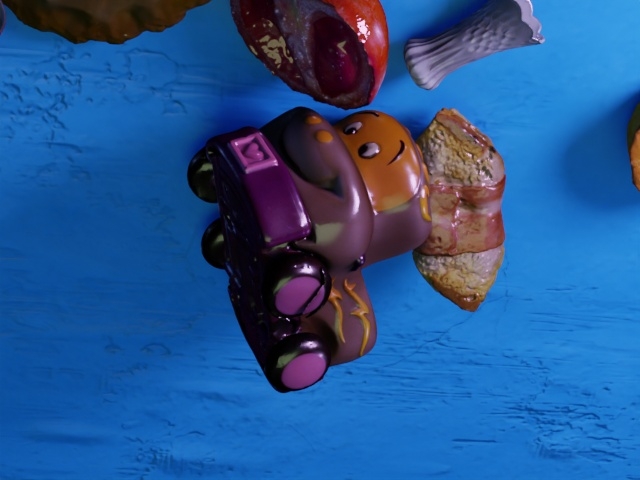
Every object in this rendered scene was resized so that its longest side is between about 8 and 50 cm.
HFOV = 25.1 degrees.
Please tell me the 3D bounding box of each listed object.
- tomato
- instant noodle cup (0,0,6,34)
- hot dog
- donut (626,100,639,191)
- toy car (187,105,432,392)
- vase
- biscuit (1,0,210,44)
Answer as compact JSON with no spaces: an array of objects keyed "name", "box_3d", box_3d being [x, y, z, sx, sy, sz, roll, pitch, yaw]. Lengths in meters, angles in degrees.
[{"name":"tomato","box_3d":[0.004,-0.238,1.565,0.189,0.099,0.173,29,151,23]},{"name":"instant noodle cup","box_3d":[-0.443,-0.198,1.480,0.235,0.234,0.178,27,122,-23]},{"name":"hot dog","box_3d":[0.163,-0.042,1.732,0.123,0.093,0.261,1,113,-3]},{"name":"donut","box_3d":[0.447,-0.127,1.690,0.190,0.074,0.174,-21,126,8]},{"name":"toy car","box_3d":[0.000,0.000,1.678,0.240,0.271,0.340,-17,134,-15]},{"name":"vase","box_3d":[0.166,-0.223,1.597,0.149,0.081,0.081,-25,126,21]},{"name":"biscuit","box_3d":[-0.220,-0.344,1.477,0.335,0.078,0.329,-13,133,10]}]
